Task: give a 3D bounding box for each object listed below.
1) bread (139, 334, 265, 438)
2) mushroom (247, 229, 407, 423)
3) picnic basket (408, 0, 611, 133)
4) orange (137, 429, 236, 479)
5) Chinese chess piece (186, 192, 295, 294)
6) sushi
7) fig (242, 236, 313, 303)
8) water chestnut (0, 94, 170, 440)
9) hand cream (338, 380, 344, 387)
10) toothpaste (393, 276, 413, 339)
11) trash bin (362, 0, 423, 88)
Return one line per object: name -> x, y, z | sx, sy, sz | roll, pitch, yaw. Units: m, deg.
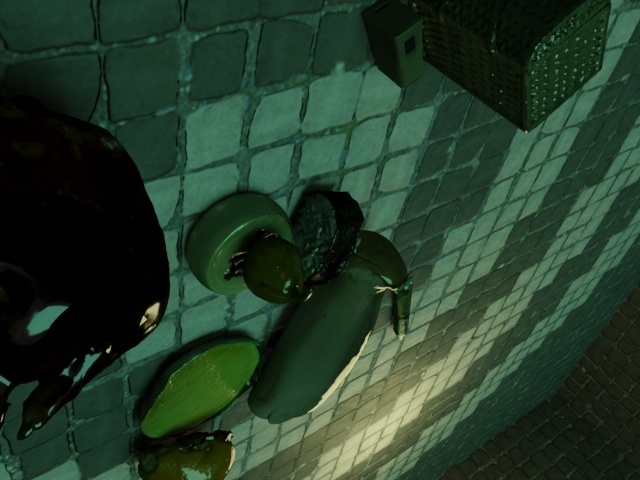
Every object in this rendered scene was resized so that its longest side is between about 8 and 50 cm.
bread -> -0.190, 0.233, 1.036 | 0.229, 0.033, 0.228 | -29, 148, -20
mushroom -> 0.016, 0.154, 1.081 | 0.154, 0.137, 0.407 | 2, 133, -37
picnic basket -> 0.214, -0.255, 0.743 | 0.134, 0.196, 0.154 | -38, 148, -7
orange -> -0.223, 0.378, 1.080 | 0.170, 0.112, 0.160 | -25, 166, 7
Chinese chess piece -> -0.103, 0.006, 0.834 | 0.144, 0.058, 0.144 | -30, 146, -23
sushi -> 0.000, 0.000, 0.916 | 0.078, 0.090, 0.150 | -6, 131, -51
fig -> -0.051, 0.046, 0.793 | 0.082, 0.098, 0.084 | -2, 141, -48
water chestnut -> -0.261, 0.019, 0.496 | 0.289, 0.244, 0.289 | -31, 146, -24
hand cream -> 0.045, 0.198, 1.252 | 0.086, 0.055, 0.235 | -14, 131, -42
toothpaste -> 0.169, 0.147, 1.339 | 0.049, 0.031, 0.204 | -31, 144, -20
trash bin -> 0.090, -0.234, 0.762 | 0.043, 0.061, 0.092 | -39, 151, -7
